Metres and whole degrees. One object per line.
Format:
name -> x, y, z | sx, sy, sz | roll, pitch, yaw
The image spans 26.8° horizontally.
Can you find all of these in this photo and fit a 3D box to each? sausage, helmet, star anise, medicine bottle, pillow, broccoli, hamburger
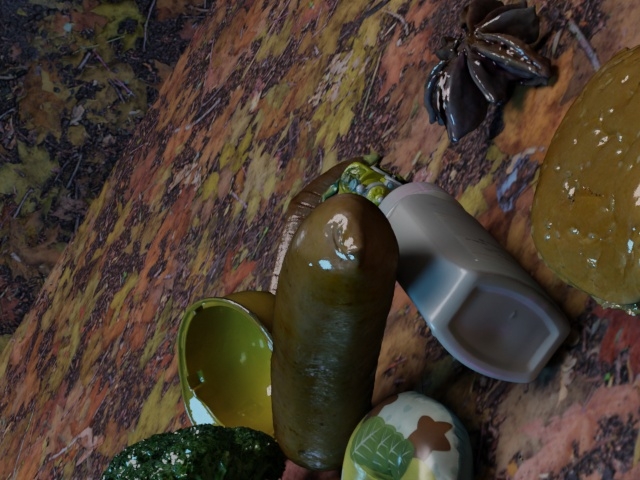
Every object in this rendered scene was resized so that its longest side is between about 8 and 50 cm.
sausage -> 0.009, 0.101, 1.453 | 0.501, 0.123, 0.136 | 97, 167, -54
helmet -> -0.078, 0.163, 1.804 | 0.140, 0.205, 0.257 | -31, -38, -41
star anise -> 0.206, -0.219, 1.682 | 0.236, 0.093, 0.229 | -1, 59, 61
medicine bottle -> 0.143, 0.033, 1.434 | 0.111, 0.161, 0.296 | -55, 25, 12
pillow -> 0.088, 0.267, 1.424 | 0.233, 0.086, 0.214 | 34, 108, 65
broccoli -> -0.148, 0.362, 1.626 | 0.308, 0.275, 0.308 | -50, -19, -24
hamburger -> 0.310, -0.059, 1.206 | 0.283, 0.144, 0.259 | 10, 72, 61

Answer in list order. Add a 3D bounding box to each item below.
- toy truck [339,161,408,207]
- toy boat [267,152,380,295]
toy truck -> 0.066, -0.068, 1.825 | 0.076, 0.077, 0.111 | -61, 23, 6
toy boat -> -0.010, -0.006, 1.907 | 0.108, 0.099, 0.293 | 98, -167, -77
